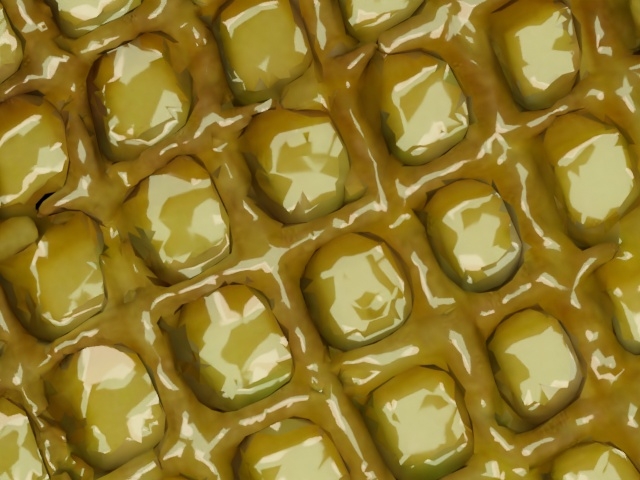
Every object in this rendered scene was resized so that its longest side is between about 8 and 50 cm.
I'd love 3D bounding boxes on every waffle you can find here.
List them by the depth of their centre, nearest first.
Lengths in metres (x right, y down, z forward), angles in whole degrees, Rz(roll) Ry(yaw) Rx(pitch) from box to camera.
[{"bbox_3d":[-0.004,0.003,0.352,0.191,0.038,0.191,0,87,6],"label":"waffle"}]
